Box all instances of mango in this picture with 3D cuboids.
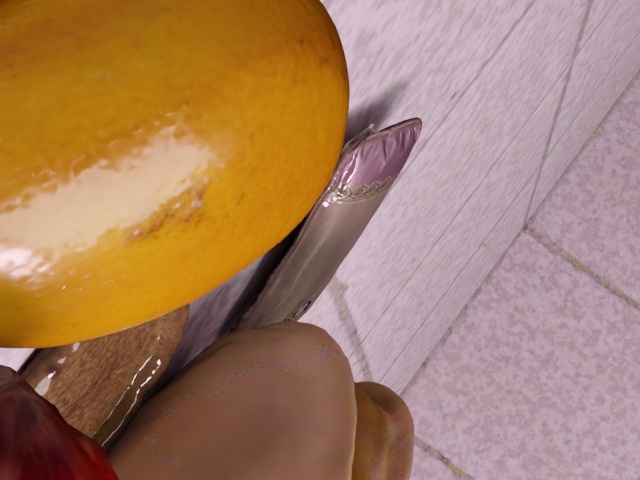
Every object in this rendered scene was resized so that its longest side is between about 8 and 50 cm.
[{"bbox_3d":[-0.078,-0.032,0.434,0.219,0.112,0.145,-23,149,-47],"label":"mango"}]

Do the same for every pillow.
[{"bbox_3d":[0.000,0.000,0.984,0.233,0.038,0.130,-58,165,27],"label":"pillow"}]

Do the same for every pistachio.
[{"bbox_3d":[-0.066,0.209,0.874,0.229,0.238,0.321,47,63,-35],"label":"pistachio"}]

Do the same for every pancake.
[{"bbox_3d":[-0.141,0.095,0.742,0.199,0.021,0.199,-51,167,-17],"label":"pancake"}]

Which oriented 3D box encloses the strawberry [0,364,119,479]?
[{"bbox_3d":[-0.176,0.215,0.368,0.292,0.291,0.310,-38,134,-54],"label":"strawberry"}]
